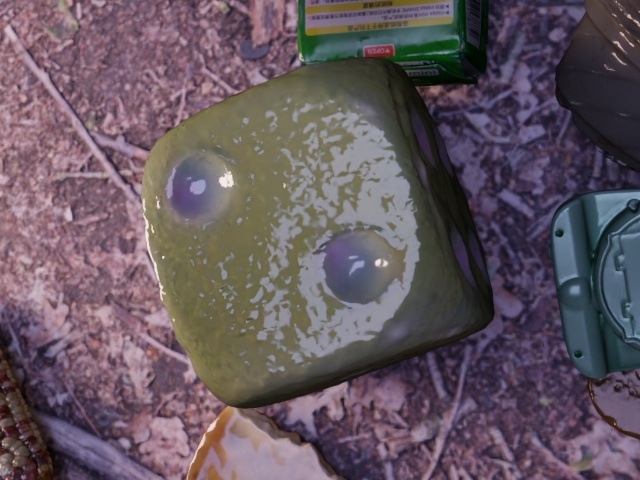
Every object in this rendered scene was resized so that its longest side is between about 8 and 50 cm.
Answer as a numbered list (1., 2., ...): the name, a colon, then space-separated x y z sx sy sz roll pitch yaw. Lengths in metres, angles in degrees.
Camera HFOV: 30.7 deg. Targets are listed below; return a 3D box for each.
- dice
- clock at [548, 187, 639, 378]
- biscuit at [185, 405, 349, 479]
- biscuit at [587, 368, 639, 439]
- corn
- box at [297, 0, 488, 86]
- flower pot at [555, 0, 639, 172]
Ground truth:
1. dice: 0.000 0.000 1.037 0.255 0.252 0.249 -21 80 12
2. clock: 0.305 0.027 0.991 0.211 0.066 0.159 -10 95 16
3. biscuit: -0.015 0.315 1.130 0.309 0.040 0.204 35 95 15
4. biscuit: 0.389 0.116 1.029 0.302 0.049 0.196 -7 76 14
5. corn: -0.345 0.164 1.213 0.080 0.079 0.237 -26 78 12
6. box: 0.069 -0.272 1.114 0.180 0.103 0.250 -1 85 15
7. flower pot: 0.295 -0.142 1.002 0.235 0.235 0.140 41 118 14
